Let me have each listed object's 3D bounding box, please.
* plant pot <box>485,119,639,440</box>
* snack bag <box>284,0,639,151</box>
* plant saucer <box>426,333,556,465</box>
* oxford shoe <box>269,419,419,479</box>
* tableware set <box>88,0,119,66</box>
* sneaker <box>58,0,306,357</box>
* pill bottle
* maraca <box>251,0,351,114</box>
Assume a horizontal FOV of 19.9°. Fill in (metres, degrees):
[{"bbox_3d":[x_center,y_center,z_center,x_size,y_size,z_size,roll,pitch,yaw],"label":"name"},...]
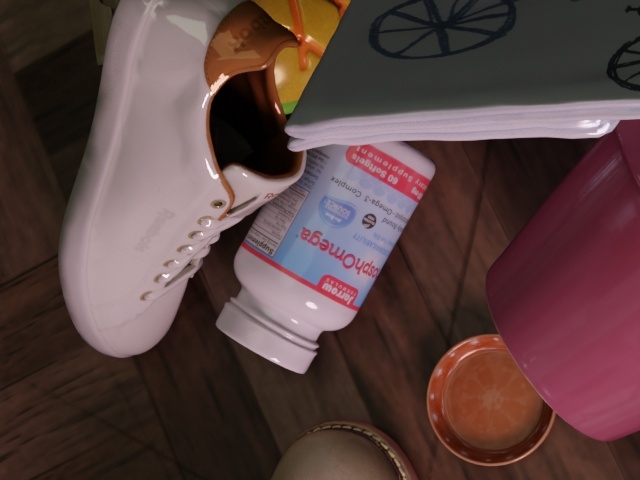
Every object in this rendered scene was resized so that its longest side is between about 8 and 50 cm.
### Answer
[{"bbox_3d":[0.204,0.016,1.058,0.180,0.201,0.201,-39,73,25],"label":"plant pot"},{"bbox_3d":[0.178,-0.140,1.040,0.343,0.323,0.037,-2,120,17],"label":"snack bag"},{"bbox_3d":[0.109,0.101,1.157,0.084,0.013,0.083,-3,81,16],"label":"plant saucer"},{"bbox_3d":[-0.005,0.295,1.081,0.141,0.146,0.396,-5,72,21],"label":"oxford shoe"},{"bbox_3d":[-0.097,-0.119,1.237,0.128,0.039,0.194,-11,79,15],"label":"tableware set"},{"bbox_3d":[-0.081,-0.023,1.123,0.123,0.106,0.290,29,131,19],"label":"sneaker"},{"bbox_3d":[0.000,0.000,1.165,0.087,0.087,0.160,29,92,19],"label":"pill bottle"},{"bbox_3d":[-0.017,-0.156,1.184,0.127,0.099,0.186,43,66,4],"label":"maraca"}]
